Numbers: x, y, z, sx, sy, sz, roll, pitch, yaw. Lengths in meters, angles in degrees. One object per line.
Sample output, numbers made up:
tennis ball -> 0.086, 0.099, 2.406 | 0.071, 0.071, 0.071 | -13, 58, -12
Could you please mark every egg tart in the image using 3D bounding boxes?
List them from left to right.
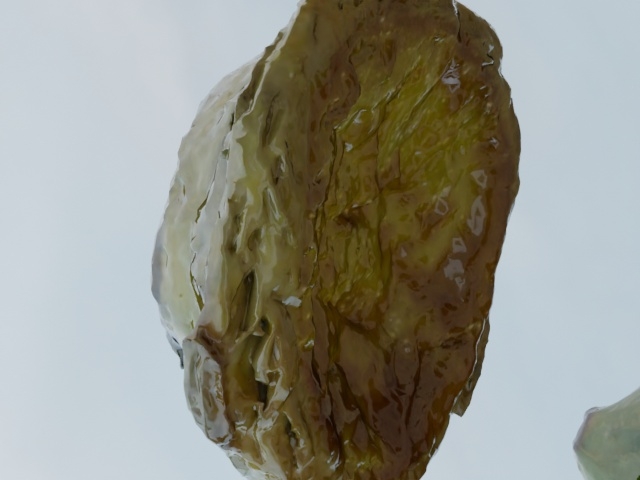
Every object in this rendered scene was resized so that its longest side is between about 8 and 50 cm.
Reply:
egg tart -> 0.002, -0.004, 1.132 | 0.341, 0.129, 0.341 | -34, -50, -54

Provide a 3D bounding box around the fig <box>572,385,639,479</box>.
fig -> 0.287, 0.149, 1.352 | 0.203, 0.225, 0.203 | 18, -90, -82
